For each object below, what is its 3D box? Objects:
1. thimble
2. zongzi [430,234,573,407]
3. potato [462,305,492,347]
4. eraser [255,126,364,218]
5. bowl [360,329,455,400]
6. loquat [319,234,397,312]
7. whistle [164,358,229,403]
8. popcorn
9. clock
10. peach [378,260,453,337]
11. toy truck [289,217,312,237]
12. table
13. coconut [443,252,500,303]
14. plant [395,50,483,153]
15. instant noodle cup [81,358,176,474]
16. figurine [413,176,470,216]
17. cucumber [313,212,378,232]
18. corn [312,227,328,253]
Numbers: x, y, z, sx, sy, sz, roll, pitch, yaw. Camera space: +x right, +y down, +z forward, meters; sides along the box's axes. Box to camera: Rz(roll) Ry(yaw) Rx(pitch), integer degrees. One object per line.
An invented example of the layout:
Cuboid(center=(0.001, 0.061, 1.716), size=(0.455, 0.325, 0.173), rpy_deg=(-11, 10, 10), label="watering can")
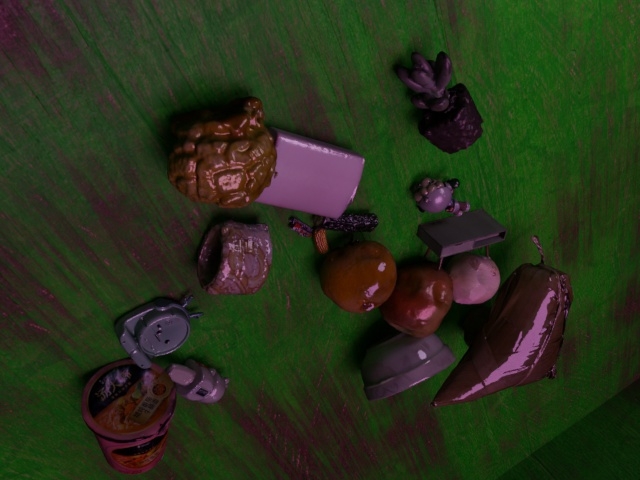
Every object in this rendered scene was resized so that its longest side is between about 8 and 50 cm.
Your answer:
Cuboid(center=(-0.203, 0.040, 1.654), size=(0.143, 0.137, 0.191), rpy_deg=(9, 108, -39), label="thimble")
Cuboid(center=(0.558, 0.270, 2.106), size=(0.466, 0.218, 0.500), rpy_deg=(-18, 124, -29), label="zongzi")
Cuboid(center=(0.596, 0.321, 2.410), size=(0.262, 0.165, 0.165), rpy_deg=(25, 108, -46), label="potato")
Cuboid(center=(-0.036, -0.155, 1.635), size=(0.270, 0.095, 0.174), rpy_deg=(9, 110, -40), label="eraser")
Cuboid(center=(0.256, 0.375, 2.168), size=(0.307, 0.163, 0.307), rpy_deg=(-28, 175, -2), label="bowl")
Cuboid(center=(0.102, 0.095, 1.870), size=(0.213, 0.213, 0.213), rpy_deg=(-18, 133, -21), label="loquat")
Cuboid(center=(-0.338, 0.385, 1.871), size=(0.253, 0.105, 0.102), rpy_deg=(42, 66, -53), label="whistle")
Cuboid(center=(-0.199, -0.190, 1.436), size=(0.236, 0.206, 0.252), rpy_deg=(15, 84, -25), label="popcorn")
Cuboid(center=(-0.396, 0.217, 1.721), size=(0.210, 0.066, 0.159), rpy_deg=(-32, 137, -9), label="clock")
Cuboid(center=(0.295, 0.169, 2.064), size=(0.235, 0.214, 0.214), rpy_deg=(-52, 138, -12), label="peach")
Cuboid(center=(-0.053, -0.032, 1.776), size=(0.083, 0.024, 0.032), rpy_deg=(28, 84, -46), label="toy truck")
Cuboid(center=(0.416, 0.004, 2.050), size=(0.240, 0.121, 0.111), rpy_deg=(-13, 130, -24), label="table")
Cuboid(center=(0.463, 0.117, 2.137), size=(0.182, 0.171, 0.171), rpy_deg=(7, 120, -45), label="coconut")
Cuboid(center=(0.286, -0.337, 1.670), size=(0.146, 0.149, 0.274), rpy_deg=(-23, 134, 21), label="plant")
Cuboid(center=(-0.484, 0.472, 1.773), size=(0.243, 0.244, 0.255), rpy_deg=(-16, 141, -23), label="instant noodle cup")
Cuboid(center=(0.338, -0.121, 1.923), size=(0.197, 0.094, 0.147), rpy_deg=(8, 142, -47), label="figurine")
Cuboid(center=(0.067, -0.050, 1.816), size=(0.187, 0.058, 0.058), rpy_deg=(2, 123, -35), label="cucumber")
Cuboid(center=(0.000, 0.000, 1.829), size=(0.037, 0.037, 0.092), rpy_deg=(-27, 136, -13), label="corn")
